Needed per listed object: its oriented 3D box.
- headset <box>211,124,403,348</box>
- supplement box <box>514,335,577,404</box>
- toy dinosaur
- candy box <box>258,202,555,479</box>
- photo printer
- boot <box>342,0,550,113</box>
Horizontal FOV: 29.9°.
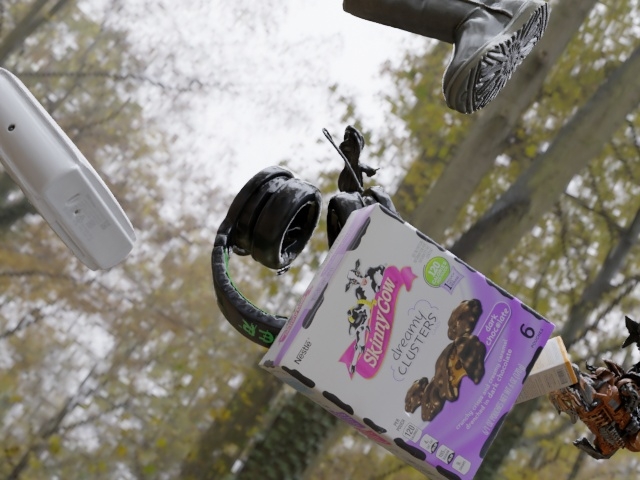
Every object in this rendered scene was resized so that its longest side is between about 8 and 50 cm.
[{"bbox_3d":[0.000,0.000,1.582,0.243,0.394,0.185,12,-41,7],"label":"headset"},{"bbox_3d":[0.262,0.163,1.487,0.098,0.062,0.036,-21,-65,10],"label":"supplement box"},{"bbox_3d":[0.487,0.245,1.838,0.164,0.218,0.322,27,1,43],"label":"toy dinosaur"},{"bbox_3d":[0.075,0.090,1.028,0.196,0.165,0.070,34,-13,-11],"label":"candy box"},{"bbox_3d":[-0.433,-0.120,1.877,0.307,0.107,0.256,46,-10,33],"label":"photo printer"},{"bbox_3d":[0.110,-0.226,1.255,0.208,0.189,0.076,27,-40,23],"label":"boot"}]
